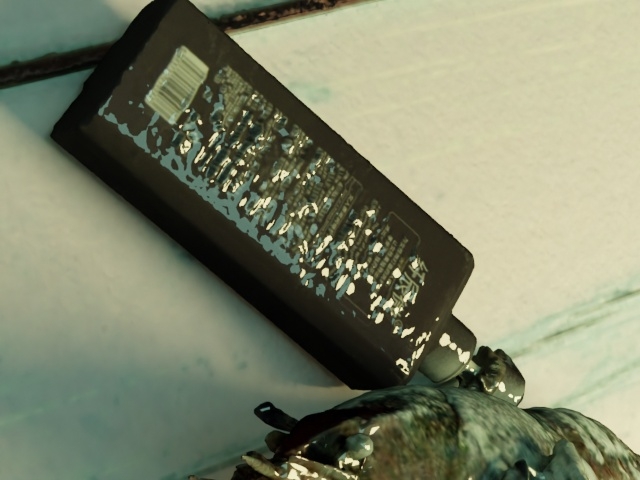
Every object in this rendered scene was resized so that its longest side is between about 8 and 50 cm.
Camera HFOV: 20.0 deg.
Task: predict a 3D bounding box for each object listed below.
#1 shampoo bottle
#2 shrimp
[{"bbox_3d":[0.000,0.001,1.010,0.309,0.071,0.098,41,64,-19],"label":"shampoo bottle"},{"bbox_3d":[0.080,0.151,0.965,0.410,0.221,0.166,-5,86,-53],"label":"shrimp"}]
